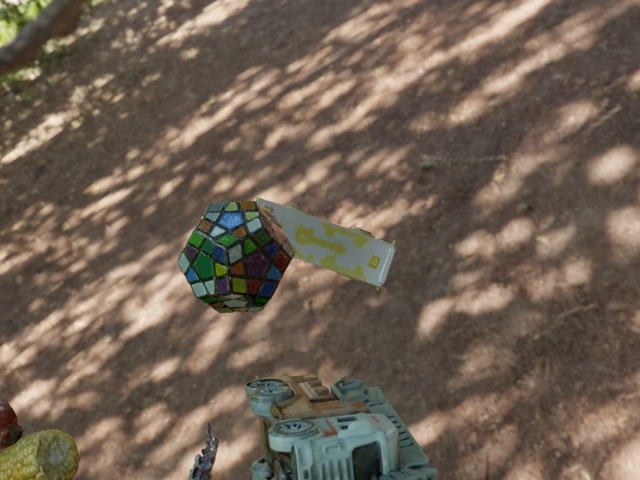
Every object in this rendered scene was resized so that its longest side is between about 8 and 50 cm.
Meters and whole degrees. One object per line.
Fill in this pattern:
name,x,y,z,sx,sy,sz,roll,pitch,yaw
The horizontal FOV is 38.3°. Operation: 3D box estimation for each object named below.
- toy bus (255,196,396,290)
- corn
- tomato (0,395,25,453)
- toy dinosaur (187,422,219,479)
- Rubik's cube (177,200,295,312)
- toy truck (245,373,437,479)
toy bus,0.000,0.000,1.384,0.074,0.226,0.081,-172,103,-88
corn,-0.415,0.329,1.300,0.310,0.101,0.101,-41,13,48
tomato,-0.572,0.350,1.557,0.139,0.159,0.091,-6,10,34
toy dinosaur,-0.186,0.380,1.390,0.039,0.209,0.082,8,2,-1
Rubik's cube,-0.093,0.018,1.030,0.133,0.112,0.133,-4,41,4
toy truck,0.021,0.243,1.067,0.184,0.133,0.338,-7,7,-12
